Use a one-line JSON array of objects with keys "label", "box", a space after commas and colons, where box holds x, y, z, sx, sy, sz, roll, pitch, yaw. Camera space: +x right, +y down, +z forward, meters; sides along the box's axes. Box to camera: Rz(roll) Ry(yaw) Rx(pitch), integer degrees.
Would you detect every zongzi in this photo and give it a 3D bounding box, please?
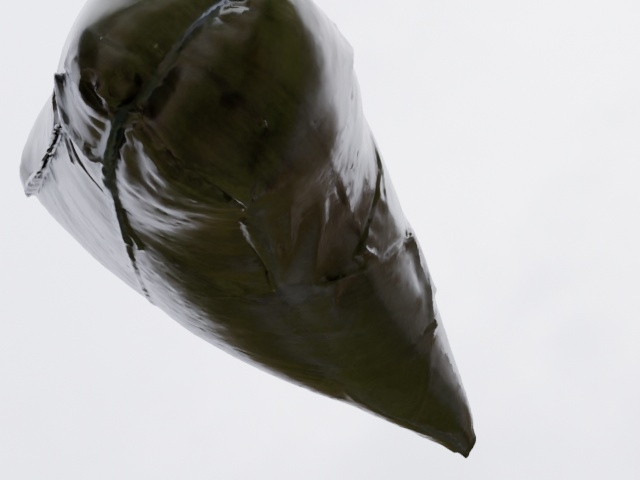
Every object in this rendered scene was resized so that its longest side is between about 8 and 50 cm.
[{"label": "zongzi", "box": [0.000, 0.000, 0.835, 0.393, 0.356, 0.174, 42, -104, -4]}]
